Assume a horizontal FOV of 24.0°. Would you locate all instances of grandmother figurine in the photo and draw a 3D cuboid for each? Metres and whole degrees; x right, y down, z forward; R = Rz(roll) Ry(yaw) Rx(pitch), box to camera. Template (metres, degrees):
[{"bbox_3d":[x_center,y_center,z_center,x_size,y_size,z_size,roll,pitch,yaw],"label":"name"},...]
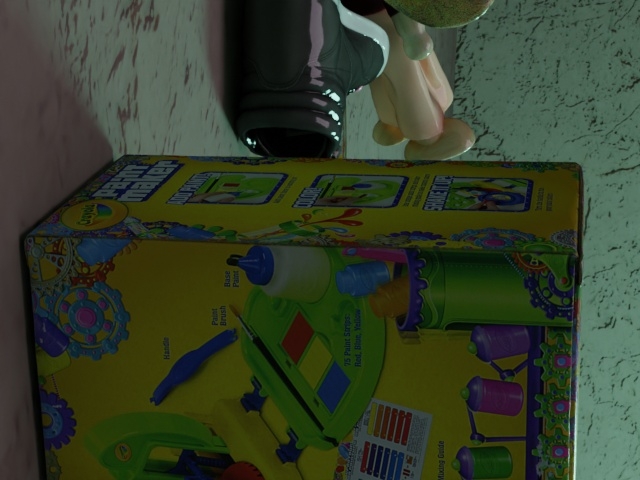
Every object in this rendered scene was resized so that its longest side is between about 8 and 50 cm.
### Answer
[{"bbox_3d":[0.049,-0.241,1.456,0.104,0.207,0.342,-39,130,-22],"label":"grandmother figurine"}]

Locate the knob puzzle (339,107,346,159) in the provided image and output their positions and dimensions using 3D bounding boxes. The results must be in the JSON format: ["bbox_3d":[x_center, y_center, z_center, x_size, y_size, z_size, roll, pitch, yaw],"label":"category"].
[{"bbox_3d":[0.010,-0.106,1.609,0.213,0.030,0.213,-1,90,-87],"label":"knob puzzle"}]

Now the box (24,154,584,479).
[{"bbox_3d":[0.004,0.113,0.843,0.177,0.279,0.290,-62,152,-70],"label":"box"}]

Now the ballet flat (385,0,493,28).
[{"bbox_3d":[0.041,-0.331,1.255,0.123,0.123,0.349,72,-5,-64],"label":"ballet flat"}]

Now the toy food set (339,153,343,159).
[{"bbox_3d":[0.000,0.000,1.446,0.128,0.071,0.218,70,23,-66],"label":"toy food set"}]

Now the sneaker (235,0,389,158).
[{"bbox_3d":[-0.010,-0.130,1.301,0.296,0.104,0.147,21,74,-76],"label":"sneaker"}]
